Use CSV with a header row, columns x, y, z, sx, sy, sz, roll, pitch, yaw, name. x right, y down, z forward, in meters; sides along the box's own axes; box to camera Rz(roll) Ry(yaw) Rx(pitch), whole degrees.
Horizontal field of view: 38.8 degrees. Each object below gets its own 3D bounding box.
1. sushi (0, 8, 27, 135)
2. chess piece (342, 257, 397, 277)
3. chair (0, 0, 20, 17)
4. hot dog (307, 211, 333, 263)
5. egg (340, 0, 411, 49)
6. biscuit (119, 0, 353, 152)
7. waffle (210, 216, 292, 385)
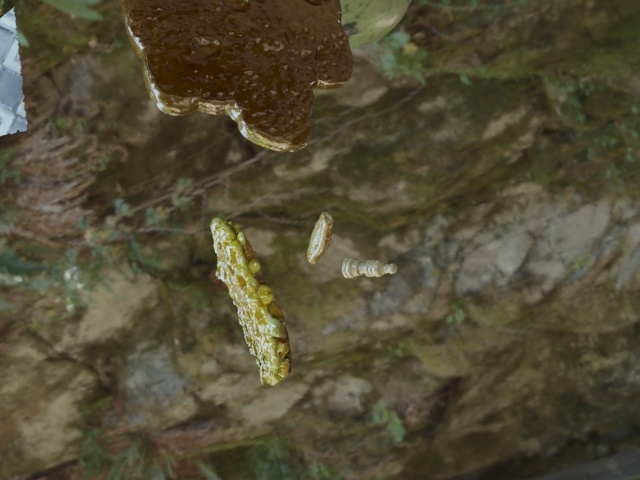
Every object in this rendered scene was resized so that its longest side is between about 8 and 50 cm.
x,y,z,sx,sy,sz,roll,pitch,yaw,name
-0.484,-0.222,1.175,0.047,0.231,0.219,29,-128,-78,sushi
0.083,0.046,1.491,0.035,0.092,0.035,0,-91,-58,chess piece
-0.350,-0.256,0.843,0.136,0.147,0.270,49,-179,-29,chair
0.001,0.000,1.634,0.137,0.028,0.044,112,152,-50,hot dog
-0.044,-0.400,1.148,0.379,0.288,0.287,46,-163,-11,egg
-0.078,-0.204,0.851,0.041,0.209,0.290,117,135,-64,biscuit
-0.102,0.081,1.294,0.243,0.059,0.238,63,169,17,waffle
